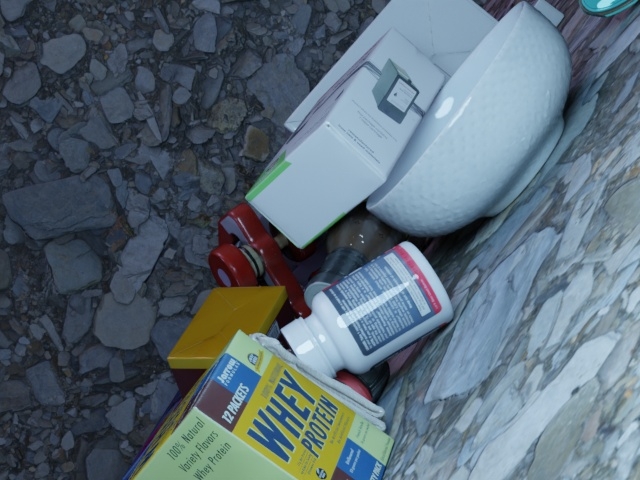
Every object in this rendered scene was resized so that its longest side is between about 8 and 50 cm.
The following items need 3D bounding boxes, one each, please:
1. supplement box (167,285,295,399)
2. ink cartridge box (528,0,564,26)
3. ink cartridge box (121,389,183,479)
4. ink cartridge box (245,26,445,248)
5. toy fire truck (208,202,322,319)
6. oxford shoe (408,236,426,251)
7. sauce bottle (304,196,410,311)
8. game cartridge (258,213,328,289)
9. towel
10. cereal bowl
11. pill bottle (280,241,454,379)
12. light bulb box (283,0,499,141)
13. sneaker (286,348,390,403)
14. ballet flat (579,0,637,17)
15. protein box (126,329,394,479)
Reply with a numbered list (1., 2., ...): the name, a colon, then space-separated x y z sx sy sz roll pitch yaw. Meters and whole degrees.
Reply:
1. supplement box: -0.120 0.204 1.760 0.129 0.194 0.191 -2 31 22
2. ink cartridge box: 0.385 -0.387 2.066 0.099 0.056 0.135 -54 5 7
3. ink cartridge box: -0.211 0.330 2.261 0.270 0.151 0.395 -51 4 33
4. ink cartridge box: 0.039 -0.145 1.563 0.198 0.115 0.273 -40 13 42
5. toy fire truck: -0.093 0.087 1.982 0.169 0.302 0.254 -33 0 -25
6. oxford shoe: 0.103 0.031 1.807 0.076 0.076 0.212 -4 -26 -44
7. sauce bottle: 0.075 -0.021 1.586 0.111 0.111 0.344 -49 5 43
8. game cartridge: 0.000 0.000 2.024 0.068 0.230 0.355 -43 1 -22
9. towel: -0.051 0.210 1.294 0.282 0.187 0.049 -46 13 52
10. cereal bowl: 0.212 -0.135 1.452 0.339 0.141 0.339 -54 5 7
11. pill bottle: 0.051 0.089 1.280 0.180 0.108 0.108 -30 3 -6
12. light bulb box: 0.134 -0.226 1.937 0.358 0.225 0.361 -49 -4 -4
13. sneaker: -0.023 0.179 1.417 0.276 0.098 0.135 -7 27 43
14. ballet flat: 0.445 -0.393 1.502 0.247 0.083 0.087 -53 -19 12
15. protein box: -0.071 0.243 1.153 0.200 0.201 0.136 -51 6 33
